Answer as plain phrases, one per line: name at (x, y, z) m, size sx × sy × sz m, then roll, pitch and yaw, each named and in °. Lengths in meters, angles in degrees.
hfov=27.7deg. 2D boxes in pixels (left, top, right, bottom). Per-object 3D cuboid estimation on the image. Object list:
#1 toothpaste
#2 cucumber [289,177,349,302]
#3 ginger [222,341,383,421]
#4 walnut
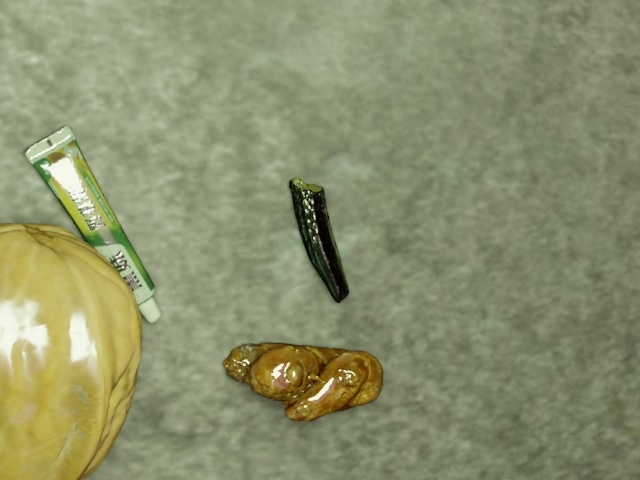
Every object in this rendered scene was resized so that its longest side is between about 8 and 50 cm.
toothpaste at (-0.206, -0.010, 1.220) m, size 0.049 × 0.031 × 0.204 m, roll -33°, pitch 107°, yaw -14°
cucumber at (-0.002, 0.000, 1.303) m, size 0.034 × 0.033 × 0.134 m, roll -8°, pitch 105°, yaw 18°
ginger at (-0.010, 0.141, 1.285) m, size 0.162 × 0.103 × 0.073 m, roll 7°, pitch 87°, yaw -21°
walnut at (-0.263, 0.113, 1.122) m, size 0.225 × 0.225 × 0.260 m, roll 2°, pitch 104°, yaw -22°
